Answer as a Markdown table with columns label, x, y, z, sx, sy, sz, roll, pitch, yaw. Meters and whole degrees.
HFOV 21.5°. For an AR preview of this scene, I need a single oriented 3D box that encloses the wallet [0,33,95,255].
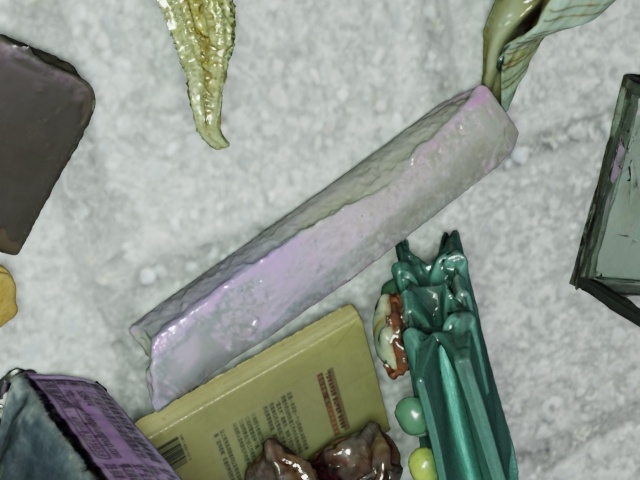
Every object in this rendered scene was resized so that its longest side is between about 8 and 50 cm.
| label | x | y | z | sx | sy | sz | roll | pitch | yaw |
| --- | --- | --- | --- | --- | --- | --- | --- | --- | --- |
| wallet | -0.328 | -0.107 | 1.251 | 0.309 | 0.042 | 0.165 | 22 | 101 | -30 |

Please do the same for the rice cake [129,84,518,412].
| label | x | y | z | sx | sy | sz | roll | pitch | yaw |
| --- | --- | --- | --- | --- | --- | --- | --- | --- | --- |
| rice cake | 0.001 | 0.000 | 1.446 | 0.399 | 0.064 | 0.070 | -36 | 114 | -10 |

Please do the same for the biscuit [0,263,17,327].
| label | x | y | z | sx | sy | sz | roll | pitch | yaw |
| --- | --- | --- | --- | --- | --- | --- | --- | --- | --- |
| biscuit | -0.340 | 0.088 | 1.308 | 0.225 | 0.036 | 0.166 | -43 | 127 | 4 |

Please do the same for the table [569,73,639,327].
| label | x | y | z | sx | sy | sz | roll | pitch | yaw |
| --- | --- | --- | --- | --- | --- | --- | --- | --- | --- |
| table | 0.462 | 0.000 | 1.554 | 0.335 | 0.272 | 0.222 | 4 | 108 | -28 |

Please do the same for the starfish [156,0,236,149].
| label | x | y | z | sx | sy | sz | roll | pitch | yaw |
| --- | --- | --- | --- | --- | --- | --- | --- | --- | --- |
| starfish | -0.116 | -0.274 | 1.271 | 0.347 | 0.078 | 0.358 | -45 | 111 | 1 |

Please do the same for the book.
| label | x | y | z | sx | sy | sz | roll | pitch | yaw |
| --- | --- | --- | --- | --- | --- | --- | --- | --- | --- |
| book | -0.052 | 0.167 | 1.486 | 0.231 | 0.026 | 0.161 | -28 | 134 | -14 |

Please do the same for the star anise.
| label | x | y | z | sx | sy | sz | roll | pitch | yaw |
| --- | --- | --- | --- | --- | --- | --- | --- | --- | --- |
| star anise | 0.007 | 0.259 | 1.511 | 0.220 | 0.099 | 0.214 | 10 | 124 | -42 |

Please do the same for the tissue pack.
| label | x | y | z | sx | sy | sz | roll | pitch | yaw |
| --- | --- | --- | --- | --- | --- | --- | --- | --- | --- |
| tissue pack | -0.170 | 0.285 | 1.297 | 0.122 | 0.361 | 0.259 | 7 | 107 | -29 |

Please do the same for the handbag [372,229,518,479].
| label | x | y | z | sx | sy | sz | roll | pitch | yaw |
| --- | --- | --- | --- | --- | --- | --- | --- | --- | --- |
| handbag | 0.110 | 0.160 | 1.455 | 0.100 | 0.269 | 0.274 | -13 | 116 | 6 |

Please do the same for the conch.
| label | x | y | z | sx | sy | sz | roll | pitch | yaw |
| --- | --- | --- | --- | --- | --- | --- | --- | --- | --- |
| conch | 0.219 | -0.271 | 1.378 | 0.169 | 0.203 | 0.386 | -4 | 122 | -1 |
